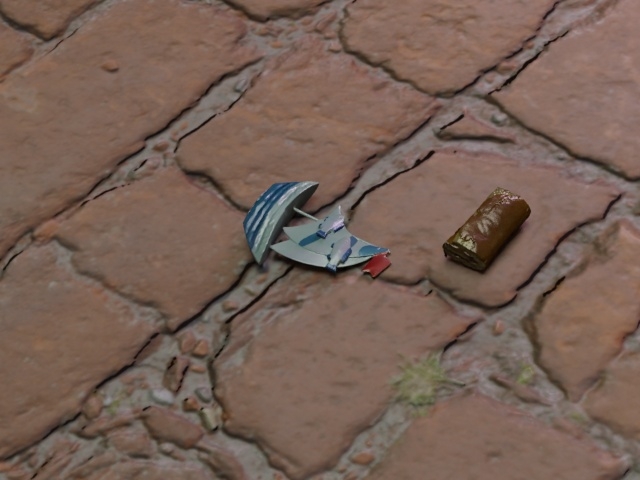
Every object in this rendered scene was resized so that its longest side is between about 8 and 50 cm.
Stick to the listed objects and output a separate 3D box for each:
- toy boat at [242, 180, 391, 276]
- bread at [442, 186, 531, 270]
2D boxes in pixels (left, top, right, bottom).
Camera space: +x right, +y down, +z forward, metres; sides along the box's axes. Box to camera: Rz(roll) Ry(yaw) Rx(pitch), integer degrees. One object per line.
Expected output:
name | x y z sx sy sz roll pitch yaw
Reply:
toy boat | -0.012 0.002 1.810 0.105 0.034 0.149 -31 61 -21
bread | 0.156 -0.011 1.773 0.047 0.036 0.083 27 60 28
